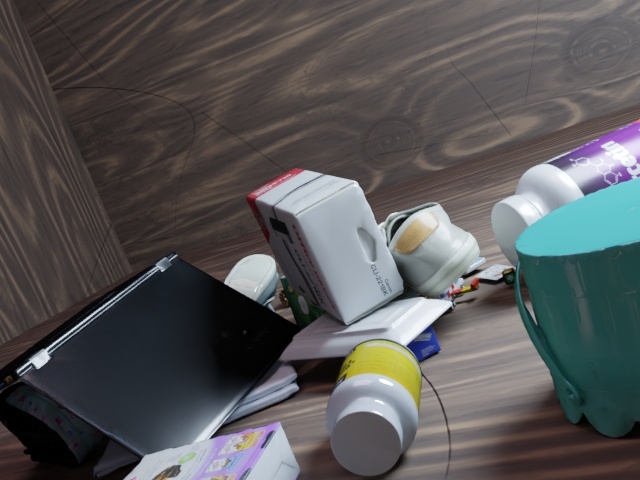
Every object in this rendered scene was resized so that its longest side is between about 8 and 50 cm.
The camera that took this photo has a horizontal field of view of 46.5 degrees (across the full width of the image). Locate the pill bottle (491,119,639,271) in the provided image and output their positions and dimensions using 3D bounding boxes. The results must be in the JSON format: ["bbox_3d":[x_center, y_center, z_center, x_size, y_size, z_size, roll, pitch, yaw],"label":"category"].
[{"bbox_3d":[0.447,-0.066,1.206,0.322,0.182,0.181,-24,9,-13],"label":"pill bottle"}]

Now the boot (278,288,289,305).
[{"bbox_3d":[-0.014,0.101,1.727,0.157,0.059,0.084,-18,4,27],"label":"boot"}]

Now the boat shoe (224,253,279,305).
[{"bbox_3d":[-0.174,0.156,1.428,0.116,0.099,0.319,12,42,23],"label":"boat shoe"}]

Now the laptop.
[{"bbox_3d":[-0.318,0.214,1.229,0.407,0.236,0.382,-28,10,36],"label":"laptop"}]

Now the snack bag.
[{"bbox_3d":[-0.209,0.263,1.274,0.342,0.037,0.323,-23,9,-4],"label":"snack bag"}]

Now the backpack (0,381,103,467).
[{"bbox_3d":[-0.442,0.302,1.246,0.182,0.152,0.115,4,43,39],"label":"backpack"}]

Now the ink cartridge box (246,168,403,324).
[{"bbox_3d":[0.000,0.000,1.220,0.114,0.197,0.273,-30,18,-15],"label":"ink cartridge box"}]

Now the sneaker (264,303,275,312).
[{"bbox_3d":[-0.204,0.191,1.543,0.237,0.086,0.085,-26,11,-16],"label":"sneaker"}]

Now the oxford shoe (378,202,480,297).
[{"bbox_3d":[0.151,0.012,1.314,0.169,0.130,0.449,-47,2,-6],"label":"oxford shoe"}]

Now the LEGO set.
[{"bbox_3d":[0.241,0.066,1.327,0.182,0.060,0.244,-28,11,-15],"label":"LEGO set"}]

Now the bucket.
[{"bbox_3d":[0.341,0.048,0.758,0.281,0.183,0.281,-21,9,3],"label":"bucket"}]

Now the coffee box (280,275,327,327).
[{"bbox_3d":[0.000,0.112,1.442,0.040,0.113,0.184,-24,7,-34],"label":"coffee box"}]

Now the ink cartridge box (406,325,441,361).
[{"bbox_3d":[0.097,0.154,1.162,0.097,0.046,0.207,-25,9,-14],"label":"ink cartridge box"}]

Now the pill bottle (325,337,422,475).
[{"bbox_3d":[0.062,0.188,0.851,0.103,0.103,0.184,-20,8,14],"label":"pill bottle"}]

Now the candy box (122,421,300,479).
[{"bbox_3d":[-0.142,0.290,0.831,0.196,0.070,0.165,-18,10,20],"label":"candy box"}]

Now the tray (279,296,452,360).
[{"bbox_3d":[0.059,0.132,1.144,0.270,0.030,0.145,-14,13,48],"label":"tray"}]
